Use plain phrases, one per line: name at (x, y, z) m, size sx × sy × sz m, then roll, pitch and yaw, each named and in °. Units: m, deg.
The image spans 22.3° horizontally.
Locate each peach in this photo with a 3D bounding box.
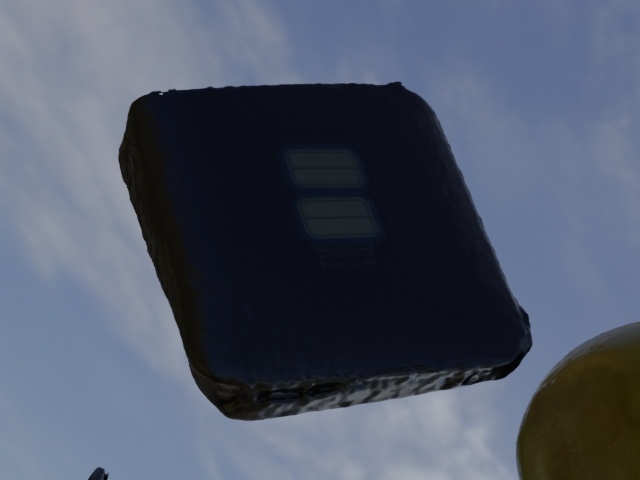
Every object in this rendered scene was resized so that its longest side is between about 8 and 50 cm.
peach at (0.374, 0.232, 1.740) m, size 0.315 × 0.281 × 0.314 m, roll -49°, pitch -139°, yaw 43°

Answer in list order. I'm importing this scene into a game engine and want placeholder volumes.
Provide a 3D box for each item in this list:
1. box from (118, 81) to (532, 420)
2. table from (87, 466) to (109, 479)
box at (0.000, 0.000, 1.567) m, size 0.091 × 0.359 × 0.350 m, roll 118°, pitch -40°, yaw -50°
table at (-0.182, 0.391, 1.497) m, size 0.317 × 0.317 × 0.249 m, roll 53°, pitch 12°, yaw -2°
